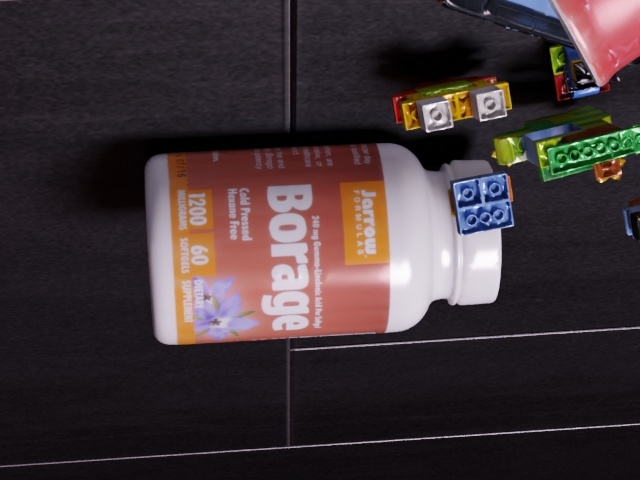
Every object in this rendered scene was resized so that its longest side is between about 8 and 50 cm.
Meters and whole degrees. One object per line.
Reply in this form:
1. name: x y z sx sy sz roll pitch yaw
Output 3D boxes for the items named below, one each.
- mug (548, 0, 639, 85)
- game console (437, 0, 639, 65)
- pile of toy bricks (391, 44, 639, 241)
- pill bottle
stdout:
1. mug: 0.163 -0.157 0.841 0.169 0.113 0.150 -30 -177 9
2. game console: 0.139 -0.151 0.921 0.144 0.124 0.085 12 -179 -37
3. pile of toy bricks: 0.151 -0.062 1.165 0.212 0.118 0.105 -11 -167 -6
4. pill bottle: 0.000 0.000 1.246 0.216 0.121 0.121 -4 160 -4
